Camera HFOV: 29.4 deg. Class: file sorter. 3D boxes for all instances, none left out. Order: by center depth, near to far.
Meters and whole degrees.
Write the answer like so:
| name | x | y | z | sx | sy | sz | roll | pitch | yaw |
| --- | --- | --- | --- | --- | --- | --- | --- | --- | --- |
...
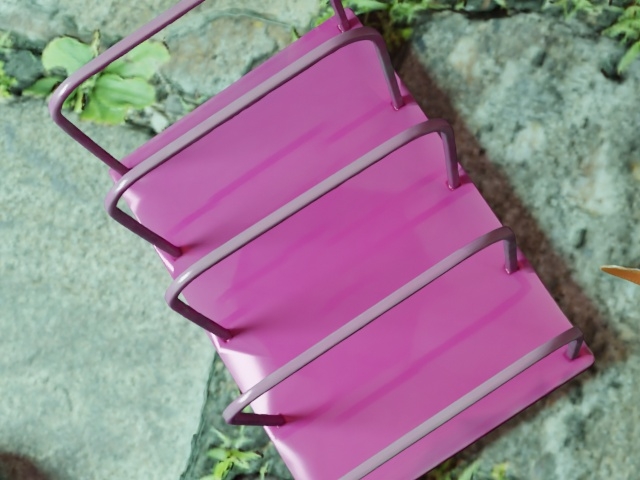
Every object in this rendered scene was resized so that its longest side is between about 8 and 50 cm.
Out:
| name | x | y | z | sx | sy | sz | roll | pitch | yaw |
| --- | --- | --- | --- | --- | --- | --- | --- | --- | --- |
| file sorter | 0.000 | 0.000 | 0.731 | 0.202 | 0.182 | 0.290 | -34 | 76 | 3 |

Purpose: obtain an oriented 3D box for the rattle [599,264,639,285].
| name | x | y | z | sx | sy | sz | roll | pitch | yaw |
| --- | --- | --- | --- | --- | --- | --- | --- | --- | --- |
| rattle | 0.275 | 0.074 | 0.727 | 0.143 | 0.130 | 0.199 | -19 | 50 | -4 |
